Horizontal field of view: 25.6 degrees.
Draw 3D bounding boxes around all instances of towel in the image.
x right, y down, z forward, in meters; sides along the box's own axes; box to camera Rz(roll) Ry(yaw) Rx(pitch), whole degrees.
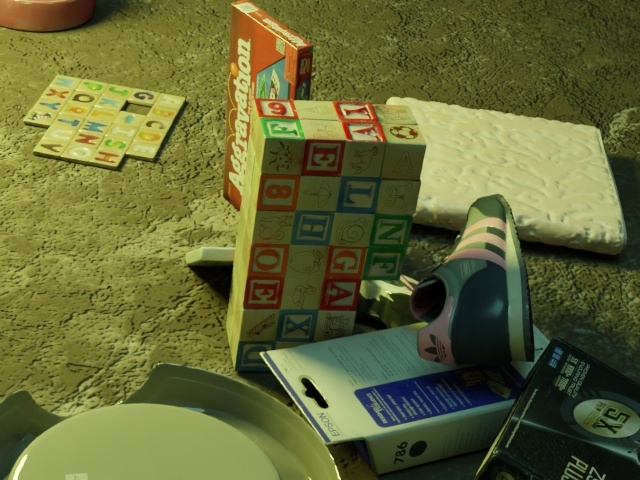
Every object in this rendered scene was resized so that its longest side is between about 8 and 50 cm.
[{"bbox_3d":[0.245,-0.094,1.969,0.331,0.053,0.317,8,31,-1],"label":"towel"}]

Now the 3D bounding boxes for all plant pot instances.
[{"bbox_3d":[-0.457,-0.457,2.260,0.201,0.180,0.201,6,31,-4],"label":"plant pot"}]

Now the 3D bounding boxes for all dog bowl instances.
[{"bbox_3d":[-0.158,0.254,1.272,0.348,0.102,0.349,6,31,-4],"label":"dog bowl"}]

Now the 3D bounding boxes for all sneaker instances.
[{"bbox_3d":[0.070,0.061,1.681,0.178,0.072,0.077,31,25,19],"label":"sneaker"},{"bbox_3d":[0.162,0.037,1.579,0.131,0.112,0.319,-8,22,6],"label":"sneaker"}]

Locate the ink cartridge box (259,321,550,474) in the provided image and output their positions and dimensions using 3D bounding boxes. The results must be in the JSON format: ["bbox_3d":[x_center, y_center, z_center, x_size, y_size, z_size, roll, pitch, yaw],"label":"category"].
[{"bbox_3d":[0.111,0.161,1.521,0.332,0.065,0.165,-7,35,-26],"label":"ink cartridge box"}]

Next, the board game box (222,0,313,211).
[{"bbox_3d":[-0.069,-0.142,1.752,0.027,0.281,0.145,-19,40,-31],"label":"board game box"}]

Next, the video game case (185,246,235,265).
[{"bbox_3d":[-0.080,0.020,1.662,0.143,0.019,0.157,1,-3,-12],"label":"video game case"}]

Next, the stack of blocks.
[{"bbox_3d":[0.000,0.000,1.527,0.171,0.297,0.087,2,33,-13],"label":"stack of blocks"}]

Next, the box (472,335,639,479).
[{"bbox_3d":[0.253,0.208,1.404,0.147,0.077,0.180,31,47,7],"label":"box"}]

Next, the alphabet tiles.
[{"bbox_3d":[-0.313,-0.168,1.995,0.198,0.009,0.237,11,31,3],"label":"alphabet tiles"}]
